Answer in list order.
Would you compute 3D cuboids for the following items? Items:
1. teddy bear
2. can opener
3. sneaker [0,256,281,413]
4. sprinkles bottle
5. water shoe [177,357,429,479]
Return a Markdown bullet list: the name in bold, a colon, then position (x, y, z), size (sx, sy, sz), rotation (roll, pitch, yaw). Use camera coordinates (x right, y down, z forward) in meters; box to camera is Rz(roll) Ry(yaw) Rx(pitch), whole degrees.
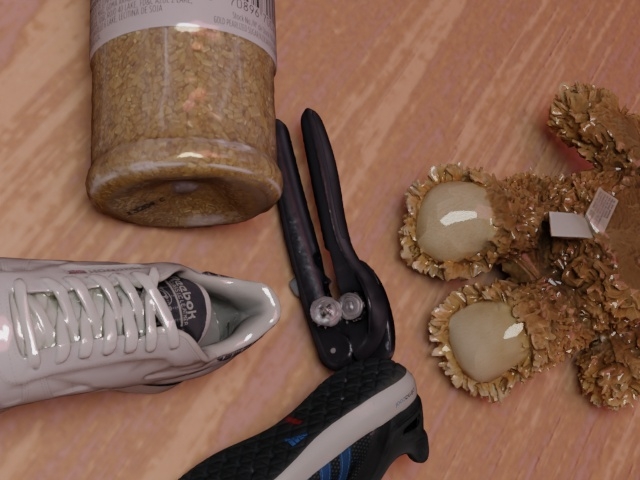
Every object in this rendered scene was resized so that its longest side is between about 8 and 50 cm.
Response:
- **teddy bear**: position (0.211, 0.008, 0.828), size (0.338, 0.113, 0.245), rotation (-31, 83, -27)
- **can opener**: position (0.000, 0.000, 0.730), size (0.059, 0.073, 0.186), rotation (-21, 79, 5)
- **sneaker**: position (-0.127, 0.042, 0.573), size (0.235, 0.095, 0.090), rotation (-2, 79, -51)
- **sprinkles bottle**: position (-0.089, -0.191, 0.693), size (0.121, 0.121, 0.355), rotation (7, 70, -29)
- **water shoe**: position (-0.012, 0.153, 0.650), size (0.203, 0.073, 0.080), rotation (-31, 111, -23)
